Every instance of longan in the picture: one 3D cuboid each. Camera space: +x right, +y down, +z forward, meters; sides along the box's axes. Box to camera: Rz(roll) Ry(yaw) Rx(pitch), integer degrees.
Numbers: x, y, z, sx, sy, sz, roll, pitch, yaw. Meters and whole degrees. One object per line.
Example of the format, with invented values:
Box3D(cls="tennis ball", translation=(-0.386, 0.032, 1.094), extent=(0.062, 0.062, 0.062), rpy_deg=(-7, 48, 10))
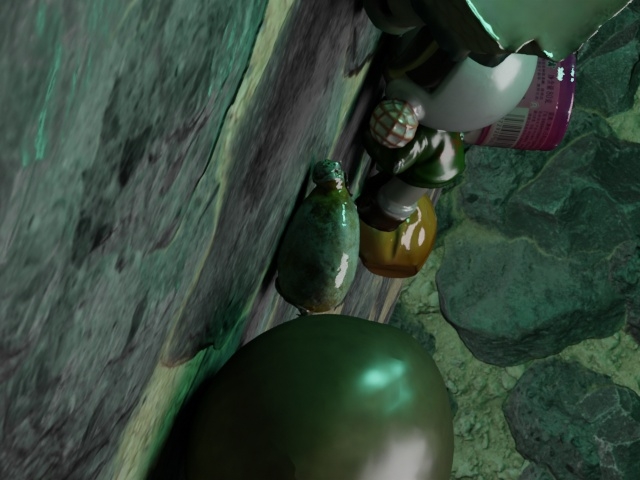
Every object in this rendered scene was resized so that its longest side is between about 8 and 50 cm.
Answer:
Box3D(cls="longan", translation=(-0.008, 0.207, 1.086), extent=(0.300, 0.243, 0.300), rpy_deg=(-34, 137, -40))

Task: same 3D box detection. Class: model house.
Box3D(cls="model house", translation=(0.163, -0.310, 1.042), extent=(0.298, 0.243, 0.284), rpy_deg=(-42, -166, -9))

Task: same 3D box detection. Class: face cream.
Box3D(cls="face cream", translation=(0.259, -0.225, 1.741), extent=(0.175, 0.195, 0.175), rpy_deg=(-175, -90, -82))

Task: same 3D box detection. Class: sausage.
Box3D(cls="sausage", translation=(0.108, -0.015, 1.710), extent=(0.241, 0.120, 0.136), rpy_deg=(27, 70, -82))

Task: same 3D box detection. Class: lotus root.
Box3D(cls="lotus root", translation=(0.002, 0.001, 1.203), extent=(0.088, 0.088, 0.165), rpy_deg=(37, 65, -82))

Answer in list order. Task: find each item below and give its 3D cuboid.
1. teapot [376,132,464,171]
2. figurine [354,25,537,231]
Box3D(cls="teapot", translation=(0.146, -0.149, 1.648), extent=(0.111, 0.108, 0.149), rpy_deg=(-58, 167, -61))
Box3D(cls="figurine", translation=(0.141, -0.165, 1.402), extent=(0.281, 0.167, 0.370), rpy_deg=(-53, 172, -47))
